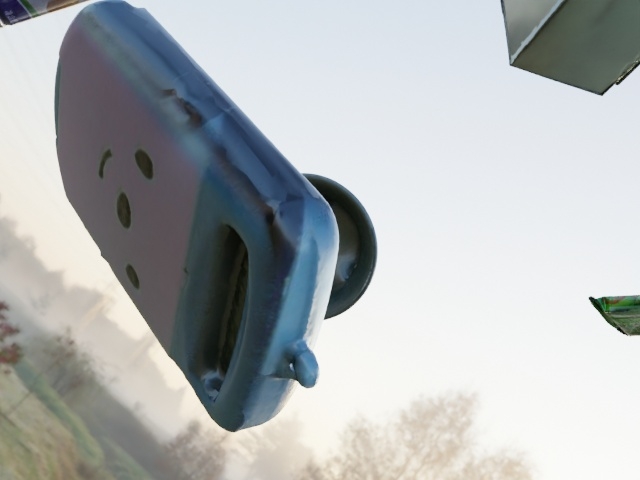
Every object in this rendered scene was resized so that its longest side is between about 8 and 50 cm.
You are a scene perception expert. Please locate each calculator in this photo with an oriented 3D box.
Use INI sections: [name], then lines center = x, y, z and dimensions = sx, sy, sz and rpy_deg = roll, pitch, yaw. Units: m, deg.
[calculator]
center = -0.085, -0.018, 0.514
dimensions = 0.293, 0.051, 0.172
rpy_deg = 48, -43, 33

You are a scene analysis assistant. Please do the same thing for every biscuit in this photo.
[biscuit]
center = 0.226, 0.048, 0.568
dimensions = 0.046, 0.016, 0.089
rpy_deg = 40, -30, -30

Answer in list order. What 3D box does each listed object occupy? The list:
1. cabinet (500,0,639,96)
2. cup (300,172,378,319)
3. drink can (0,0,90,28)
[cabinet]
center = 0.326, -0.297, 0.993
dimensions = 0.150, 0.145, 0.206
rpy_deg = 13, -33, -18
[cup]
center = 0.000, 0.000, 1.207
dimensions = 0.199, 0.199, 0.150
rpy_deg = 41, 18, 8
[drink can]
center = -0.296, -0.338, 1.056
dimensions = 0.097, 0.235, 0.097
rpy_deg = 161, -90, -82
